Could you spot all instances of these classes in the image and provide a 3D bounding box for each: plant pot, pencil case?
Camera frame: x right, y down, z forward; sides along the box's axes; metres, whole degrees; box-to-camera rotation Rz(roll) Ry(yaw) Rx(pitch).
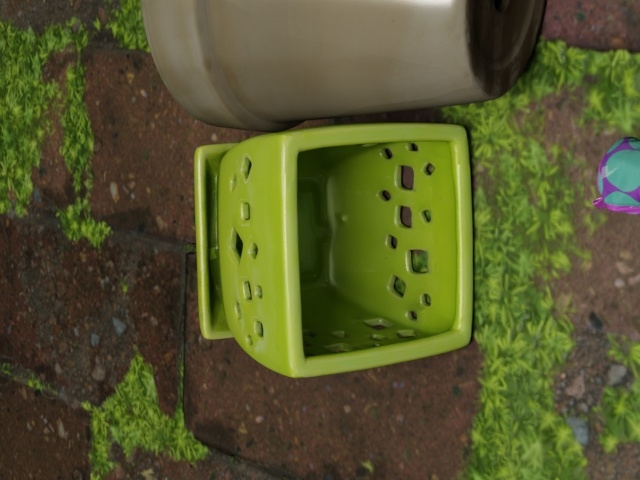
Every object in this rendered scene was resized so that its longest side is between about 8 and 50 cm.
[{"bbox_3d":[0.044,-0.243,1.154,0.280,0.323,0.323,12,104,28],"label":"plant pot"},{"bbox_3d":[0.303,-0.035,1.042,0.151,0.064,0.070,26,87,43],"label":"pencil case"},{"bbox_3d":[0.000,0.000,1.260,0.207,0.227,0.228,5,99,53],"label":"plant pot"}]
